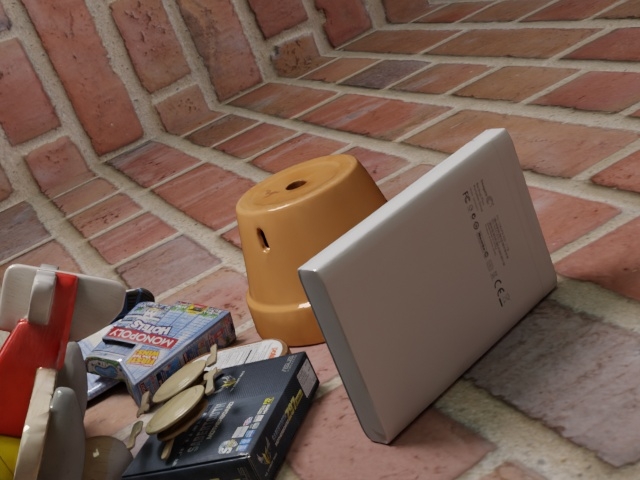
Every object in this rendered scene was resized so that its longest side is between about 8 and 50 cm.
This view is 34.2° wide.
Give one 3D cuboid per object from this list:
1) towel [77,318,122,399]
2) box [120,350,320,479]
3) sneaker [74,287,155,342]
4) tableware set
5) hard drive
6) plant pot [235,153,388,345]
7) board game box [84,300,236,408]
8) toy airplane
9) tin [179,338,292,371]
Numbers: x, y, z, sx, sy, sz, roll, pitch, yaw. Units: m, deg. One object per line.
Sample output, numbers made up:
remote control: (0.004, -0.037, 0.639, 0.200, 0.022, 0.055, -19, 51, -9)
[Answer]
towel: (-0.406, 0.230, 1.695, 0.285, 0.034, 0.209, -31, 23, -17)
box: (-0.120, 0.236, 1.311, 0.183, 0.059, 0.233, -15, 20, 25)
sneaker: (-0.395, 0.140, 1.847, 0.211, 0.080, 0.081, -27, 22, -14)
tableware set: (-0.171, 0.204, 1.309, 0.128, 0.039, 0.194, -35, 11, 3)
hard drive: (0.144, 0.046, 1.256, 0.353, 0.233, 0.047, -36, 24, -34)
plant pot: (0.000, 0.000, 1.590, 0.291, 0.203, 0.291, -20, 20, 7)
board game box: (-0.262, 0.170, 1.591, 0.194, 0.060, 0.194, 8, 36, 27)
toy airplane: (-0.341, 0.218, 1.295, 0.384, 0.272, 0.386, -48, 15, 40)
tin: (-0.126, 0.189, 1.486, 0.189, 0.040, 0.106, -15, 25, 22)
